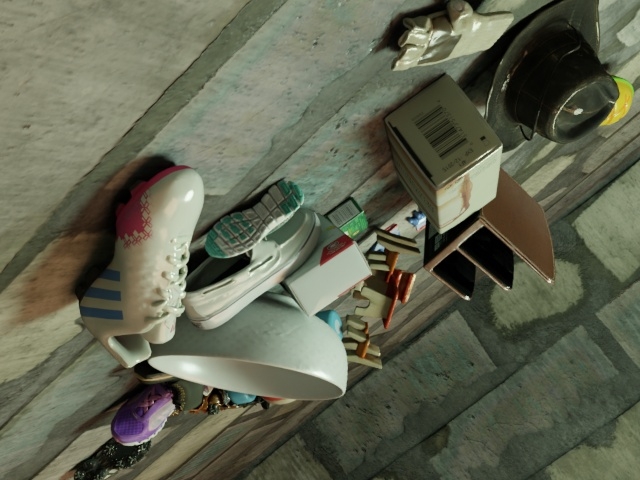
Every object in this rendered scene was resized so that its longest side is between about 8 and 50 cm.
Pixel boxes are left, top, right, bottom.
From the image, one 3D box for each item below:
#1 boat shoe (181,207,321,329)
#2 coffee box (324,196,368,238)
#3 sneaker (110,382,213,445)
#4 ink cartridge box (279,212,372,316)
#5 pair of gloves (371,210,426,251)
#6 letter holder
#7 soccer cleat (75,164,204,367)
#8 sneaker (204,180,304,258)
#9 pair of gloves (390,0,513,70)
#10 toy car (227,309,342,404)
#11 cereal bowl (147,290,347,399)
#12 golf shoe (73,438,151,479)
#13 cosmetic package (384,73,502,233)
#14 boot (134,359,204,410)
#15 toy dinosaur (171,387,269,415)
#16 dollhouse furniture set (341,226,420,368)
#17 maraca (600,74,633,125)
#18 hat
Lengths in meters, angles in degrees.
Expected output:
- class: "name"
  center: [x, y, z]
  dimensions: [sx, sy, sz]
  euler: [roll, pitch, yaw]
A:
- class: "boat shoe"
  center: [-0.111, 0.023, 1.492]
  dimensions: [0.267, 0.096, 0.088]
  euler: [-37, 134, -17]
- class: "coffee box"
  center: [0.000, 0.000, 1.744]
  dimensions: [0.184, 0.040, 0.113]
  euler: [-36, 165, -1]
- class: "sneaker"
  center: [-0.319, 0.308, 1.903]
  dimensions: [0.236, 0.095, 0.104]
  euler: [-36, 160, -18]
- class: "ink cartridge box"
  center: [-0.011, 0.035, 1.580]
  dimensions: [0.127, 0.072, 0.175]
  euler: [-34, -155, -7]
- class: "pair of gloves"
  center: [0.189, -0.024, 2.131]
  dimensions: [0.198, 0.023, 0.159]
  euler: [-35, 165, -6]
- class: "letter holder"
  center: [0.331, -0.008, 1.876]
  dimensions: [0.152, 0.214, 0.302]
  euler: [-44, -164, 27]
- class: "soccer cleat"
  center: [-0.206, 0.041, 1.212]
  dimensions: [0.116, 0.143, 0.331]
  euler: [-23, 160, -41]
- class: "sneaker"
  center: [-0.096, -0.021, 1.433]
  dimensions: [0.166, 0.065, 0.076]
  euler: [-32, 169, -10]
- class: "pair of gloves"
  center: [0.193, -0.312, 1.221]
  dimensions: [0.204, 0.042, 0.240]
  euler: [-22, 158, -33]
- class: "toy car"
  center: [-0.101, 0.178, 1.870]
  dimensions: [0.219, 0.210, 0.238]
  euler: [-11, 134, 19]
- class: "cereal bowl"
  center: [-0.114, 0.169, 1.627]
  dimensions: [0.339, 0.141, 0.339]
  euler: [9, 162, 3]
- class: "golf shoe"
  center: [-0.464, 0.489, 2.173]
  dimensions: [0.198, 0.077, 0.094]
  euler: [-31, 177, 6]
- class: "cosmetic package"
  center: [0.204, -0.132, 1.585]
  dimensions: [0.129, 0.153, 0.296]
  euler: [-35, 164, 0]
- class: "boot"
  center: [-0.272, 0.273, 1.794]
  dimensions: [0.198, 0.077, 0.137]
  euler: [-9, 122, -50]
- class: "toy dinosaur"
  center: [-0.214, 0.308, 2.103]
  dimensions: [0.218, 0.164, 0.322]
  euler: [-27, -171, 26]
- class: "dollhouse furniture set"
  center: [0.139, 0.112, 2.015]
  dimensions: [0.259, 0.135, 0.262]
  euler: [-89, -164, -77]
- class: "maraca"
  center: [0.579, -0.300, 2.021]
  dimensions: [0.186, 0.099, 0.127]
  euler: [8, 135, -32]
- class: "hat"
  center: [0.413, -0.251, 1.591]
  dimensions: [0.331, 0.134, 0.331]
  euler: [-36, 147, -28]
